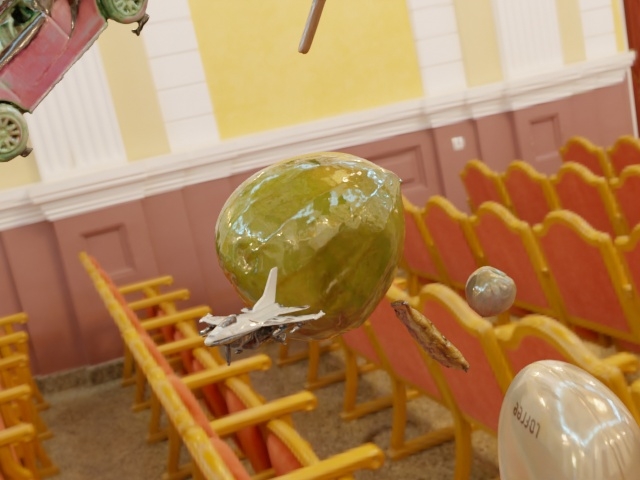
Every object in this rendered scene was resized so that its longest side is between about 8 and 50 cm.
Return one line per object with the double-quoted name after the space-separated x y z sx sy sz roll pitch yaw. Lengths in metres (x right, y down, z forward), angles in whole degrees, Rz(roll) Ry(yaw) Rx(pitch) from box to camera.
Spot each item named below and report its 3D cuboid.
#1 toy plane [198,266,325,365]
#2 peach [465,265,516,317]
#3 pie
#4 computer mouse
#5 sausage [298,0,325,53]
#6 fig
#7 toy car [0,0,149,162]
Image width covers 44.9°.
-0.084 0.106 0.924 0.160 0.082 0.234 -3 17 17 "toy plane"
0.273 0.084 1.255 0.083 0.083 0.083 -11 12 2 "peach"
0.154 0.138 1.144 0.034 0.170 0.092 -49 22 -12 "pie"
0.190 0.204 0.572 0.082 0.236 0.145 -18 20 -9 "computer mouse"
-0.017 -0.410 1.468 0.026 0.116 0.026 18 14 -5 "sausage"
-0.010 -0.004 1.356 0.343 0.343 0.343 -11 12 2 "fig"
-0.138 -0.089 0.350 0.069 0.055 0.142 19 68 44 "toy car"
